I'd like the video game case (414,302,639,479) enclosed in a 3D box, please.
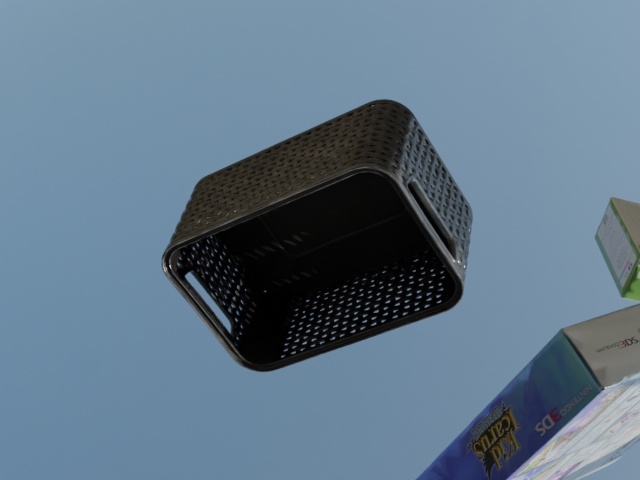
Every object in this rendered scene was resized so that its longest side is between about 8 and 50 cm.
[{"bbox_3d":[0.232,0.141,0.950,0.244,0.269,0.061,-13,-120,-36],"label":"video game case"}]

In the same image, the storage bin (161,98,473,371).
[{"bbox_3d":[0.000,0.000,0.746,0.180,0.122,0.084,-21,-150,27],"label":"storage bin"}]

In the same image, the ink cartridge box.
[{"bbox_3d":[0.390,0.030,1.250,0.108,0.062,0.209,13,-155,-6],"label":"ink cartridge box"}]
